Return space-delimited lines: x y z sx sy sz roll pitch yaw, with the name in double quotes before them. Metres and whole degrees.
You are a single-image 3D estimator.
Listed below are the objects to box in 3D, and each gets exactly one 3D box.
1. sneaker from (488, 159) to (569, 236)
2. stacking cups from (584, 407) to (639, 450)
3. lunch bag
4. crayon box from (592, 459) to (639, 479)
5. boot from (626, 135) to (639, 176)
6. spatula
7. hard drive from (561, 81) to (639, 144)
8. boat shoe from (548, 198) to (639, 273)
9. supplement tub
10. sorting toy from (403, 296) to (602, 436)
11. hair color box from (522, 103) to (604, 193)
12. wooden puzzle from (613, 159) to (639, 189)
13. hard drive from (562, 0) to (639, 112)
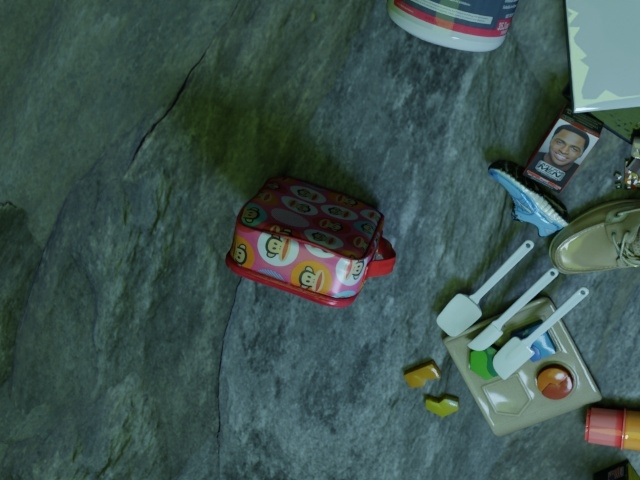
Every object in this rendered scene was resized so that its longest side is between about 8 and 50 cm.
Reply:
"sneaker" 0.334 -0.064 1.894 0.162 0.063 0.073 43 119 -5
"stacking cups" 0.619 0.340 1.971 0.316 0.096 0.096 4 113 12
"lunch bag" 0.000 0.000 1.881 0.258 0.293 0.120 18 111 7
"crayon box" 0.591 0.577 2.021 0.081 0.202 0.318 -30 101 24
"boot" 0.526 -0.145 1.762 0.087 0.042 0.118 17 116 8
"spatula" 0.327 0.116 1.952 0.168 0.019 0.242 42 123 4
"hard drive" 0.525 -0.220 1.783 0.255 0.054 0.172 31 116 0
"boat shoe" 0.513 -0.009 1.850 0.302 0.098 0.109 -18 106 21
"supplement tub" 0.222 -0.435 1.694 0.191 0.191 0.272 20 116 6
"sorting toy" 0.316 0.250 2.042 0.307 0.041 0.229 -25 104 22
"hair color box" 0.387 -0.146 1.828 0.072 0.043 0.141 27 139 3
"wooden puzzle" 0.520 -0.106 1.859 0.083 0.006 0.049 2 113 14
"hard drive" 0.524 -0.307 1.702 0.308 0.040 0.202 -5 96 6
